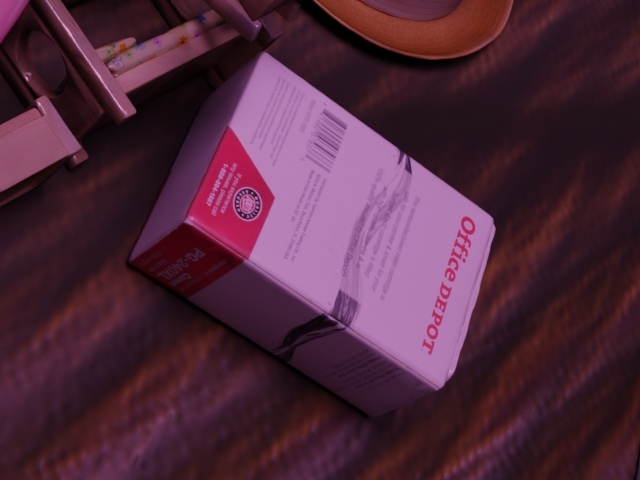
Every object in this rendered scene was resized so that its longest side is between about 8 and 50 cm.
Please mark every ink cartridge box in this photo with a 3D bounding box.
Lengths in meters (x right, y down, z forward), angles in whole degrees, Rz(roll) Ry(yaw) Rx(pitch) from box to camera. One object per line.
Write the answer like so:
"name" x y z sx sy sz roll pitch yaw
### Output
"ink cartridge box" 0.000 0.000 0.739 0.150 0.063 0.109 35 52 -18

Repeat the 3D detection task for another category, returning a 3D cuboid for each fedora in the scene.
"fedora" 0.050 -0.197 0.860 0.194 0.079 0.194 16 60 -30

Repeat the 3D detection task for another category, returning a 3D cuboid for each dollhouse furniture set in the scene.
"dollhouse furniture set" -0.089 -0.112 0.664 0.182 0.161 0.101 -35 90 -42

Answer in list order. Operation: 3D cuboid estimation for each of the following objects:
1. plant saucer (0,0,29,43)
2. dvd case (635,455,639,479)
"plant saucer" -0.247 -0.178 0.548 0.332 0.084 0.332 -12 112 -31
"dvd case" 0.238 0.205 0.838 0.180 0.022 0.253 32 53 -19
